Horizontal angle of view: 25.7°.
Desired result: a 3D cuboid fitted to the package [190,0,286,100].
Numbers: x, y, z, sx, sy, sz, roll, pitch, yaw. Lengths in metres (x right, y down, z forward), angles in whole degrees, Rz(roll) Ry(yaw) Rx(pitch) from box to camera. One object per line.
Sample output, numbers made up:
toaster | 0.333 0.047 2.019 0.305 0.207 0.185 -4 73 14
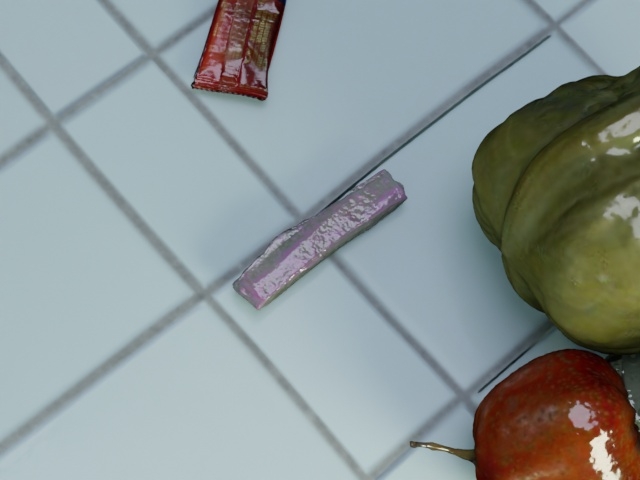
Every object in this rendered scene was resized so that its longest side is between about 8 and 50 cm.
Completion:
package | -0.078 -0.243 1.523 0.083 0.022 0.200 13 67 0

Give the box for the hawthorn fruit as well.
hawthorn fruit | 0.195 0.190 1.303 0.203 0.162 0.163 -17 69 9

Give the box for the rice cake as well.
rice cake | 0.000 0.000 1.422 0.206 0.036 0.047 -35 64 -16

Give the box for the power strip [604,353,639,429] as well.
power strip | 0.420 0.137 1.389 0.285 0.048 0.080 -4 70 -6

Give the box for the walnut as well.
walnut | 0.298 -0.034 1.340 0.276 0.253 0.282 -17 71 -11
